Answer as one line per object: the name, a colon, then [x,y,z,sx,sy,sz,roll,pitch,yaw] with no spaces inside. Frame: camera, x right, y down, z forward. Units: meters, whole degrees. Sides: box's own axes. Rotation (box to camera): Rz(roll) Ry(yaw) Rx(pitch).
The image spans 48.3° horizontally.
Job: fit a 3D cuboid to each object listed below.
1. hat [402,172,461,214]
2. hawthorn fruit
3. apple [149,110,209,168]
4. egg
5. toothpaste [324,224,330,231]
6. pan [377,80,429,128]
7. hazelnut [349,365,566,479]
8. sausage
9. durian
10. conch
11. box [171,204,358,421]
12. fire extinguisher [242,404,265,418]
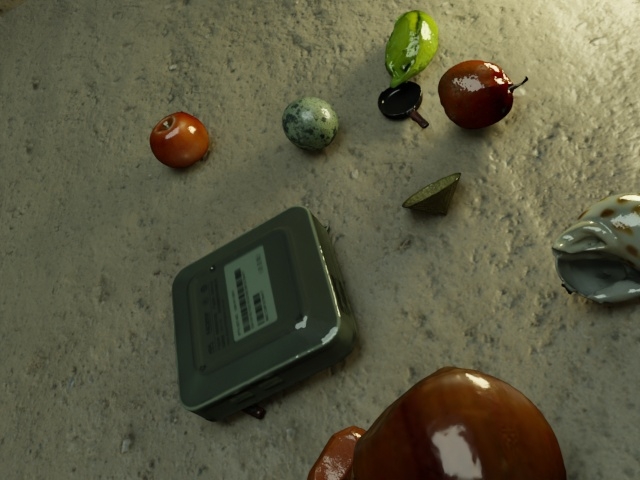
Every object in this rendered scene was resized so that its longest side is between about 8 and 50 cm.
hat: [0.255,-0.083,1.547,0.146,0.067,0.146,-30,9,5]
hawthorn fruit: [0.364,-0.328,1.580,0.194,0.157,0.157,-8,56,30]
apple: [-0.392,-0.278,1.974,0.163,0.139,0.163,-14,56,22]
egg: [-0.030,-0.295,1.793,0.132,0.132,0.172,-48,37,-7]
toothpaste: [0.000,0.000,1.655,0.027,0.019,0.083,-11,49,45]
pan: [0.216,-0.318,1.730,0.115,0.040,0.212,-34,43,4]
hazelnut: [0.216,0.374,1.098,0.315,0.372,0.372,-3,48,-19]
sausage: [0.035,0.418,1.318,0.089,0.089,0.179,15,58,35]
durian: [0.232,-0.493,1.804,0.139,0.101,0.250,-37,38,42]
conch: [0.553,0.004,1.268,0.275,0.183,0.149,-1,19,17]
box: [-0.141,0.150,1.551,0.396,0.111,0.396,-29,45,12]
fire extinguisher: [-0.156,0.338,1.508,0.100,0.032,0.046,19,81,30]
